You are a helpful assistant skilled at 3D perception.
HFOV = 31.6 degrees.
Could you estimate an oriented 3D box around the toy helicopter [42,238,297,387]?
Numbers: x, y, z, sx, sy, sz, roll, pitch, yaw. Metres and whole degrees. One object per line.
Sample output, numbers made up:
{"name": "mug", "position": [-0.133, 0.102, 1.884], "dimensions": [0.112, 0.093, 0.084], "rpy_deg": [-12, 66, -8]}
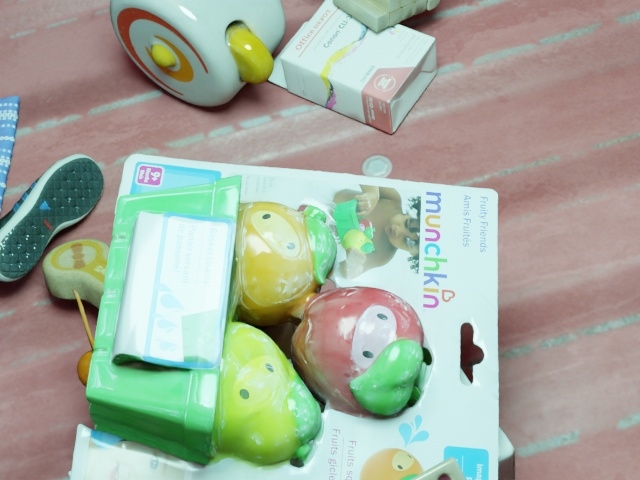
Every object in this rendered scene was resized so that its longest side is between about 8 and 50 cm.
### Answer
{"name": "toy helicopter", "position": [-0.188, 0.084, 1.200], "dimensions": [0.355, 0.140, 0.235], "rpy_deg": [22, 46, 39]}

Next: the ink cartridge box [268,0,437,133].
{"name": "ink cartridge box", "position": [0.031, -0.225, 1.406], "dimensions": [0.198, 0.067, 0.115], "rpy_deg": [25, 64, 23]}

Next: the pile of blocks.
{"name": "pile of blocks", "position": [0.042, -0.416, 1.459], "dimensions": [0.149, 0.113, 0.362], "rpy_deg": [-9, 44, -12]}

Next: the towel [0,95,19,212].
{"name": "towel", "position": [-0.511, -0.041, 1.392], "dimensions": [0.243, 0.040, 0.336], "rpy_deg": [-4, 57, 6]}

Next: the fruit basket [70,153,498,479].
{"name": "fruit basket", "position": [-0.017, 0.074, 0.977], "dimensions": [0.353, 0.165, 0.327], "rpy_deg": [4, 64, 2]}

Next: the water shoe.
{"name": "water shoe", "position": [-0.339, -0.032, 1.336], "dimensions": [0.080, 0.073, 0.203], "rpy_deg": [-4, 36, 39]}

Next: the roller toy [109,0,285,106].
{"name": "roller toy", "position": [-0.153, -0.265, 1.389], "dimensions": [0.209, 0.191, 0.146], "rpy_deg": [43, 66, -12]}

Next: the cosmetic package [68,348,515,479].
{"name": "cosmetic package", "position": [-0.021, 0.237, 1.065], "dimensions": [0.365, 0.155, 0.197], "rpy_deg": [-27, 56, -10]}

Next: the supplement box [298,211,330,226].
{"name": "supplement box", "position": [0.000, 0.000, 1.284], "dimensions": [0.098, 0.036, 0.062], "rpy_deg": [-3, 58, 7]}

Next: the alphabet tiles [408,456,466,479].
{"name": "alphabet tiles", "position": [0.107, 0.364, 0.917], "dimensions": [0.285, 0.011, 0.343], "rpy_deg": [-27, 98, -10]}
